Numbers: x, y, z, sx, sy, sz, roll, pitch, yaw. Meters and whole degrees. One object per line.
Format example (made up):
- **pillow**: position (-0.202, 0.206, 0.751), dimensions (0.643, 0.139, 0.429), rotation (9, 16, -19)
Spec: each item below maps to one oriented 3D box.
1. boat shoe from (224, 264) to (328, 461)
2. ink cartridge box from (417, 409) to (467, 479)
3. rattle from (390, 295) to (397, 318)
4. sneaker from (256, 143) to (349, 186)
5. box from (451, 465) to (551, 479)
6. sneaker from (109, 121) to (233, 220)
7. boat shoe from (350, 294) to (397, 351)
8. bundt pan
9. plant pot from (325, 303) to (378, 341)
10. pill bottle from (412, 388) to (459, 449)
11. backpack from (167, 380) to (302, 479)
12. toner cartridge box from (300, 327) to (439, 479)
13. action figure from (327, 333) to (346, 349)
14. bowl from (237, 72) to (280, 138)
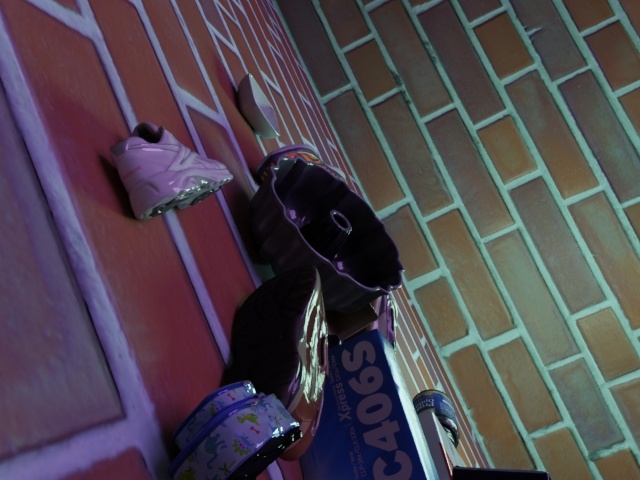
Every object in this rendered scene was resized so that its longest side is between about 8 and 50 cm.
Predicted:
- **boat shoe**: position (-0.047, 0.154, 0.800), dimensions (0.324, 0.122, 0.120), rotation (-77, 145, -60)
- **ink cartridge box**: position (0.270, 0.550, 1.326), dimensions (0.273, 0.114, 0.197), rotation (57, 13, -30)
- **rattle**: position (0.136, 0.135, 1.490), dimensions (0.143, 0.130, 0.200), rotation (-32, 125, -68)
- **sneaker**: position (0.002, -0.103, 1.350), dimensions (0.321, 0.124, 0.180), rotation (10, 42, -53)
- **box**: position (0.356, 0.634, 1.074), dimensions (0.312, 0.179, 0.343), rotation (54, 38, -43)
- **sneaker**: position (-0.189, -0.102, 0.766), dimensions (0.115, 0.090, 0.232), rotation (60, 10, -3)
- **boat shoe**: position (0.124, 0.183, 1.327), dimensions (0.092, 0.103, 0.285), rotation (23, 54, -30)
- **bundt pan**: position (0.000, 0.000, 1.121), dimensions (0.331, 0.124, 0.331), rotation (34, 29, -22)
- **plant pot**: position (0.043, 0.133, 1.271), dimensions (0.109, 0.109, 0.096), rotation (58, 1, -27)
- **pill bottle**: position (0.302, 0.495, 1.573), dimensions (0.123, 0.123, 0.219), rotation (62, 11, -8)
- **backpack**: position (-0.086, 0.188, 0.551), dimensions (0.084, 0.105, 0.114), rotation (44, 6, 16)
- **toner cartridge box**: position (0.064, 0.306, 0.804), dimensions (0.075, 0.165, 0.348), rotation (50, 17, -48)
- **action figure**: position (0.067, 0.274, 1.084), dimensions (0.285, 0.099, 0.185), rotation (58, 5, -46)
- **bowl**: position (-0.159, -0.327, 1.481), dimensions (0.142, 0.053, 0.142), rotation (53, 15, -45)
